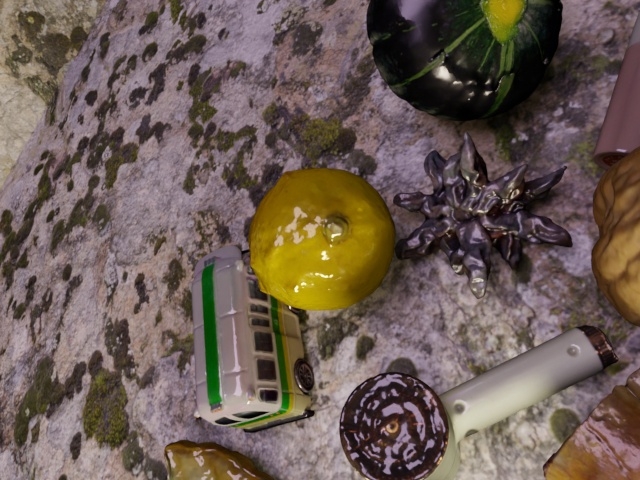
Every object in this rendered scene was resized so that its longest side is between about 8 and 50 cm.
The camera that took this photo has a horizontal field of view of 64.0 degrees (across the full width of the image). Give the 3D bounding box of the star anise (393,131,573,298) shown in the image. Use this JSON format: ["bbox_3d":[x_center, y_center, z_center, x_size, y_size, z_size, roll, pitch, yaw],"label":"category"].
[{"bbox_3d":[0.219,-0.041,0.755,0.282,0.129,0.212,25,104,43],"label":"star anise"}]

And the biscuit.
[{"bbox_3d":[-0.186,0.516,0.848,0.329,0.078,0.335,19,84,36],"label":"biscuit"}]

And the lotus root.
[{"bbox_3d":[0.348,0.226,0.495,0.188,0.199,0.180,-57,45,12],"label":"lotus root"}]

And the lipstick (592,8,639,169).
[{"bbox_3d":[0.441,-0.220,0.691,0.070,0.070,0.254,16,82,39],"label":"lipstick"}]

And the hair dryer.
[{"bbox_3d":[0.211,0.197,0.639,0.362,0.203,0.128,-27,56,2],"label":"hair dryer"}]

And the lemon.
[{"bbox_3d":[0.000,0.000,0.808,0.288,0.233,0.234,164,126,-76],"label":"lemon"}]

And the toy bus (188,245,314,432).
[{"bbox_3d":[-0.128,0.157,0.879,0.143,0.179,0.306,-24,59,26],"label":"toy bus"}]

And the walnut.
[{"bbox_3d":[0.401,-0.001,0.523,0.224,0.257,0.257,-43,50,-11],"label":"walnut"}]

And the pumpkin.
[{"bbox_3d":[0.203,-0.336,0.795,0.295,0.296,0.296,-14,64,31],"label":"pumpkin"}]
